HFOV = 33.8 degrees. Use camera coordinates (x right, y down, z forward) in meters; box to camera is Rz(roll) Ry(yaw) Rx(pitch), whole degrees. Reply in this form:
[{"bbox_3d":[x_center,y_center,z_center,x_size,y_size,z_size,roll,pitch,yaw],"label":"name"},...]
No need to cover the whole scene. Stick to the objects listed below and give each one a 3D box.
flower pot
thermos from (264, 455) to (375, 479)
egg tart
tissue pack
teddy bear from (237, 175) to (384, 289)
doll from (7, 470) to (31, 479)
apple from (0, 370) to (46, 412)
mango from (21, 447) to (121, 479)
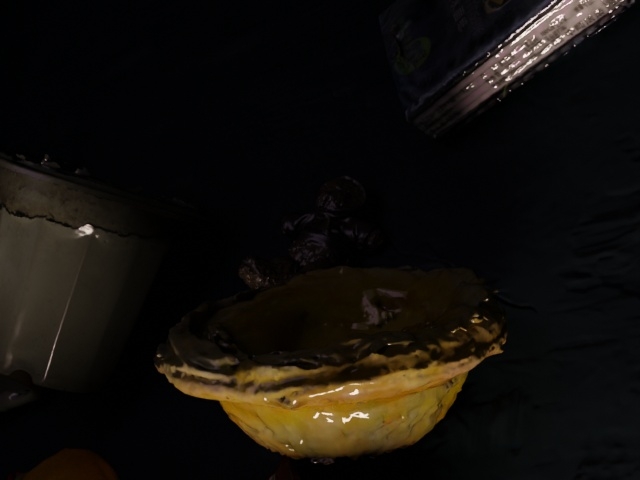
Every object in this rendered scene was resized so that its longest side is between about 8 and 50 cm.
[{"bbox_3d":[-0.309,0.034,1.274,0.290,0.290,0.259,22,92,55],"label":"flower pot"},{"bbox_3d":[-0.055,0.271,0.894,0.232,0.124,0.099,-49,29,27],"label":"thermos"},{"bbox_3d":[0.010,0.097,0.859,0.288,0.288,0.118,16,114,54],"label":"egg tart"},{"bbox_3d":[0.170,-0.224,1.023,0.235,0.073,0.173,-35,42,30],"label":"tissue pack"},{"bbox_3d":[0.002,0.008,1.063,0.119,0.078,0.160,12,51,36],"label":"teddy bear"},{"bbox_3d":[-0.328,0.332,1.212,0.142,0.076,0.245,-29,33,-13],"label":"doll"},{"bbox_3d":[-0.468,0.148,1.494,0.265,0.120,0.193,-20,46,38],"label":"apple"},{"bbox_3d":[-0.145,0.335,0.817,0.187,0.144,0.359,-12,98,66],"label":"mango"}]
